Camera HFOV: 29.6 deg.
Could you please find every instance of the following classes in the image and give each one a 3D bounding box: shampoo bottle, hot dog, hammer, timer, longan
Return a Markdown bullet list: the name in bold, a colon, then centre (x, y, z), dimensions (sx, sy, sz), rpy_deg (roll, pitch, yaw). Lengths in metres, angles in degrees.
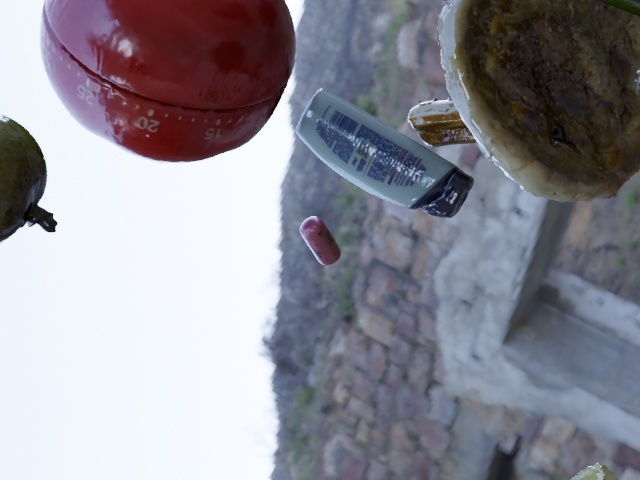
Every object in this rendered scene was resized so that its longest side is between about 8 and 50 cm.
- **shampoo bottle**: centre (0.121, -0.158, 2.393), dimensions (0.134, 0.359, 0.078), rpy_deg (-61, -14, 11)
- **hot dog**: centre (0.291, -0.234, 2.340), dimensions (0.109, 0.269, 0.072), rpy_deg (50, -135, -49)
- **hammer**: centre (0.000, 0.000, 1.820), dimensions (0.043, 0.043, 0.083), rpy_deg (-53, -51, -25)
- **timer**: centre (-0.223, -0.302, 1.800), dimensions (0.378, 0.378, 0.279), rpy_deg (-40, -21, -47)
- **longan**: centre (-0.358, -0.059, 1.299), dimensions (0.155, 0.176, 0.145), rpy_deg (-58, 10, -18)

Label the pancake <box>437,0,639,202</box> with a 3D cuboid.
- **pancake**: centre (0.298, -0.210, 1.454), dimensions (0.356, 0.065, 0.356), rpy_deg (2, -94, -33)

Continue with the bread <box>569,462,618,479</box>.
- **bread**: centre (0.371, 0.372, 1.440), dimensions (0.264, 0.168, 0.163), rpy_deg (12, -46, -45)

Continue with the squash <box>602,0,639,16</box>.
- **squash**: centre (0.354, -0.280, 1.327), dimensions (0.258, 0.069, 0.069), rpy_deg (5, -66, -38)
